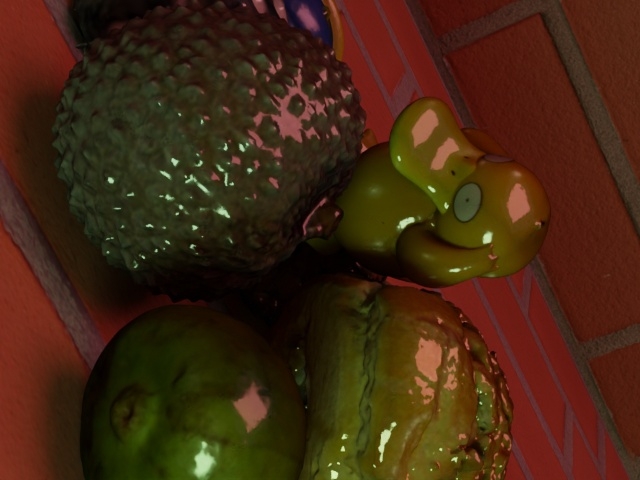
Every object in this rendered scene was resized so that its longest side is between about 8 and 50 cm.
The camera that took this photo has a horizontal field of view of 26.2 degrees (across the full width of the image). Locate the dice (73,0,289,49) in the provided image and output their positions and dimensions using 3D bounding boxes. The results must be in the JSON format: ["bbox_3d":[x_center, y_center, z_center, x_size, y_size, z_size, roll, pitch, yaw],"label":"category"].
[{"bbox_3d":[-0.146,-0.247,1.498,0.182,0.183,0.181,57,19,-35],"label":"dice"}]

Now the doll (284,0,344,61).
[{"bbox_3d":[-0.083,-0.302,1.703,0.311,0.159,0.242,58,-1,-15],"label":"doll"}]

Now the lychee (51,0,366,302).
[{"bbox_3d":[-0.103,-0.086,1.291,0.300,0.300,0.300,54,22,-35],"label":"lychee"}]

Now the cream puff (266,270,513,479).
[{"bbox_3d":[0.070,0.179,1.365,0.231,0.343,0.327,16,50,-20],"label":"cream puff"}]

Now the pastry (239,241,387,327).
[{"bbox_3d":[0.000,0.000,1.601,0.275,0.193,0.275,54,21,-32],"label":"pastry"}]

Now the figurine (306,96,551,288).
[{"bbox_3d":[0.111,-0.036,1.407,0.215,0.228,0.215,11,68,-30],"label":"figurine"}]

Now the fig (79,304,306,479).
[{"bbox_3d":[-0.090,0.163,1.146,0.225,0.203,0.203,33,38,-49],"label":"fig"}]
